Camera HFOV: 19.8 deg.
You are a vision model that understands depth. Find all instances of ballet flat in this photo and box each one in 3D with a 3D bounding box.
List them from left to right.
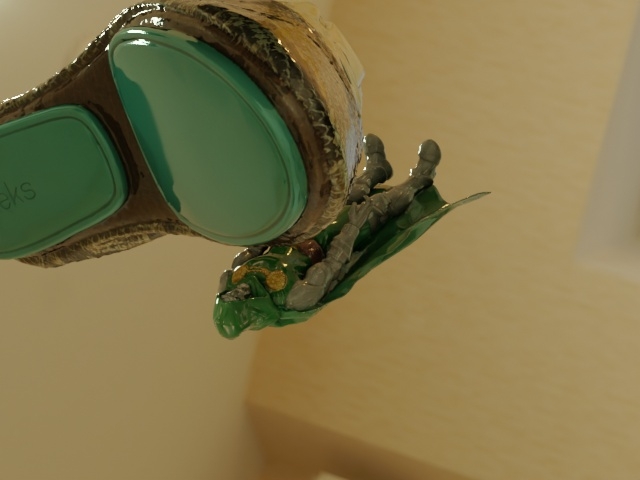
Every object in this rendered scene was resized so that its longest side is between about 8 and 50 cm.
[{"bbox_3d":[-0.083,-0.080,1.190,0.182,0.483,0.164,-29,-79,-31],"label":"ballet flat"}]

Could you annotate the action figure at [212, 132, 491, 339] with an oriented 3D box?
[{"bbox_3d":[0.000,0.000,1.224,0.232,0.137,0.063,-43,-51,-46],"label":"action figure"}]
